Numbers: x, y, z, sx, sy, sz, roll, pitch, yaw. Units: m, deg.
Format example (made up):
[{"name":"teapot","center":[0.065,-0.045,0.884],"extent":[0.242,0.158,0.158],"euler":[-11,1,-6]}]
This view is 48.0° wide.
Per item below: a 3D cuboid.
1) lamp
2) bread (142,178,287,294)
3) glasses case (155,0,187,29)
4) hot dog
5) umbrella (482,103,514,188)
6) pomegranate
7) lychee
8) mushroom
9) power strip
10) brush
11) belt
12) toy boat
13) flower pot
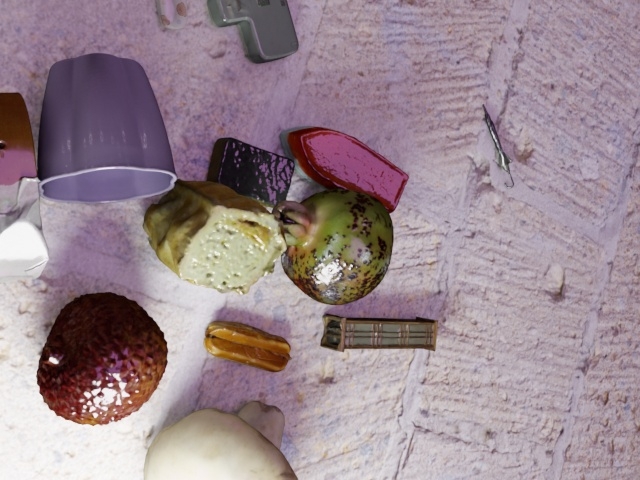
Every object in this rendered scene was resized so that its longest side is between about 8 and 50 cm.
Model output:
[{"name":"lamp","center":[0.157,0.240,1.861],"extent":[0.325,0.089,0.090],"euler":[5,89,-34]},{"name":"bread","center":[-0.227,-0.012,1.482],"extent":[0.238,0.252,0.196],"euler":[6,107,-28]},{"name":"glasses case","center":[-0.324,-0.538,1.549],"extent":[0.063,0.041,0.164],"euler":[-10,96,-33]},{"name":"hot dog","center":[-0.162,0.246,1.663],"extent":[0.235,0.062,0.092],"euler":[25,77,-29]},{"name":"umbrella","center":[0.534,-0.281,2.132],"extent":[0.044,0.044,0.269],"euler":[-47,120,-58]},{"name":"pomegranate","center":[0.000,0.000,1.632],"extent":[0.340,0.285,0.285],"euler":[23,78,-41]},{"name":"lychee","center":[-0.414,0.230,1.386],"extent":[0.260,0.260,0.261],"euler":[-1,91,-34]},{"name":"mushroom","center":[-0.209,0.519,1.525],"extent":[0.353,0.353,0.325],"euler":[31,95,-30]},{"name":"power strip","center":[-0.165,-0.538,1.645],"extent":[0.193,0.059,0.265],"euler":[-23,103,-36]},{"name":"brush","center":[-0.157,-0.154,1.659],"extent":[0.197,0.059,0.123],"euler":[16,84,-32]},{"name":"belt","center":[-0.575,-0.092,1.285],"extent":[0.122,0.217,0.339],"euler":[-7,101,-33]},{"name":"toy boat","center":[0.048,-0.182,1.766],"extent":[0.331,0.133,0.145],"euler":[28,81,-20]},{"name":"flower pot","center":[-0.416,-0.212,1.386],"extent":[0.265,0.265,0.243],"euler":[0,77,-34]}]
